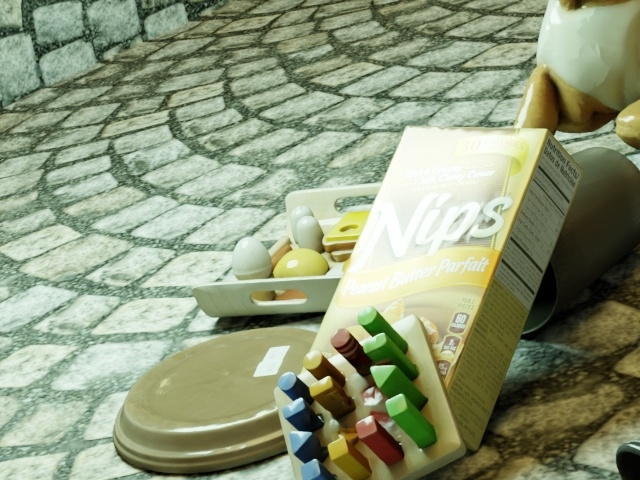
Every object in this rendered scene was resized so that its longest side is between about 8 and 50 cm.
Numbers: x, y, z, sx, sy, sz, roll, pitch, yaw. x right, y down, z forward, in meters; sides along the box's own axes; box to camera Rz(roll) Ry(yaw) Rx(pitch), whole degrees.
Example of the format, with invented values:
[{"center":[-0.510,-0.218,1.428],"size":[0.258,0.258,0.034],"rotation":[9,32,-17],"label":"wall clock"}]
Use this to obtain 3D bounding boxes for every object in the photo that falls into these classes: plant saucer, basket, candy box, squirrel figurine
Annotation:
[{"center":[-0.092,0.161,1.742],"size":[0.278,0.041,0.278],"rotation":[-13,19,5],"label":"plant saucer"},{"center":[0.253,-0.009,1.805],"size":[0.227,0.154,0.204],"rotation":[-26,27,-37],"label":"basket"},{"center":[0.119,0.039,1.621],"size":[0.183,0.087,0.316],"rotation":[5,64,41],"label":"candy box"},{"center":[0.461,-0.219,1.974],"size":[0.370,0.281,0.397],"rotation":[15,16,14],"label":"squirrel figurine"}]

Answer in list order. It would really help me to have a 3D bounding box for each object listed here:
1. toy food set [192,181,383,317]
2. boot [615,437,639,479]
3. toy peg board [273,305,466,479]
[{"center":[0.000,0.000,2.023],"size":[0.220,0.092,0.306],"rotation":[-5,23,25],"label":"toy food set"},{"center":[0.330,0.139,1.367],"size":[0.223,0.118,0.338],"rotation":[-24,28,-21],"label":"boot"},{"center":[0.027,0.149,1.483],"size":[0.160,0.079,0.161],"rotation":[-29,46,13],"label":"toy peg board"}]
